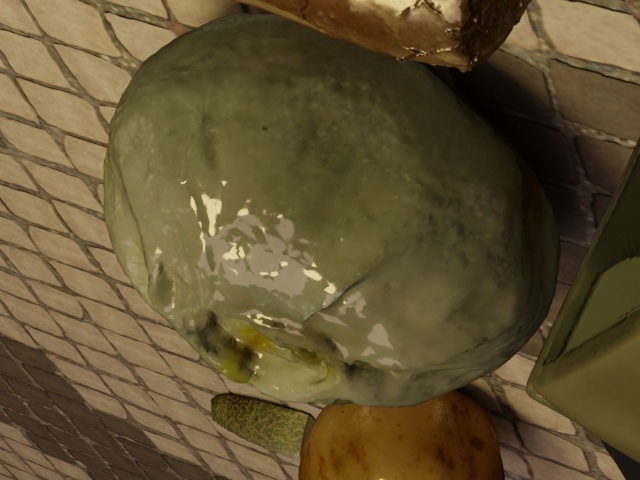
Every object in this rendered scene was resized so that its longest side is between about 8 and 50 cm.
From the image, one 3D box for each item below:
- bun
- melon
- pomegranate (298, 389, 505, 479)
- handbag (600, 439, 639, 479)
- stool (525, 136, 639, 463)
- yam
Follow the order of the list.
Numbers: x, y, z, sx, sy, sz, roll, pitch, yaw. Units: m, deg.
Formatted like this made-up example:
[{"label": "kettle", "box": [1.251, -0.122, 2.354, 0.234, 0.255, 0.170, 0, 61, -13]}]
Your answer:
[{"label": "bun", "box": [0.000, 0.000, 1.406, 0.362, 0.211, 0.362, 13, 148, 8]}, {"label": "melon", "box": [-0.071, 0.217, 2.257, 0.182, 0.054, 0.098, 17, 171, 29]}, {"label": "pomegranate", "box": [0.086, 0.229, 1.886, 0.215, 0.215, 0.215, 25, 158, 11]}, {"label": "handbag", "box": [0.351, 0.164, 1.426, 0.269, 0.118, 0.326, 55, 155, -15]}, {"label": "stool", "box": [0.267, -0.010, 1.012, 0.170, 0.269, 0.243, 30, 159, -6]}, {"label": "yam", "box": [0.018, -0.181, 1.140, 0.238, 0.129, 0.128, 18, 121, 25]}]
